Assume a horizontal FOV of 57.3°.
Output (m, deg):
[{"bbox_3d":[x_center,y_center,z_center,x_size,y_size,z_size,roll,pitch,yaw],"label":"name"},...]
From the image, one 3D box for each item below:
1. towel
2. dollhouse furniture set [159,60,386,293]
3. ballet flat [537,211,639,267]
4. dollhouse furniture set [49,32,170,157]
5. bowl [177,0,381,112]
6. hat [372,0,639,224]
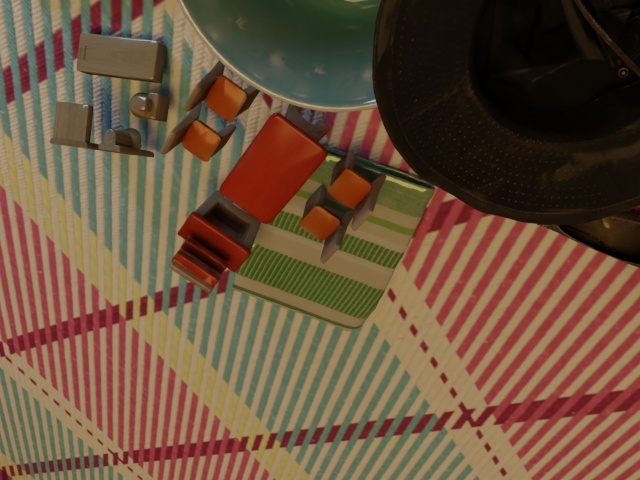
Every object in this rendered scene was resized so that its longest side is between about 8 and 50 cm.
[{"bbox_3d":[0.000,0.000,0.898,0.248,0.038,0.325,21,130,2],"label":"towel"},{"bbox_3d":[-0.091,-0.056,0.768,0.262,0.135,0.259,35,129,-10],"label":"dollhouse furniture set"},{"bbox_3d":[0.369,-0.010,0.745,0.250,0.058,0.084,24,132,-1],"label":"ballet flat"},{"bbox_3d":[-0.276,-0.198,0.836,0.144,0.123,0.151,10,95,11],"label":"dollhouse furniture set"},{"bbox_3d":[0.020,-0.301,0.560,0.312,0.163,0.311,10,131,11],"label":"bowl"},{"bbox_3d":[0.191,-0.175,0.428,0.331,0.134,0.331,-1,133,-1],"label":"hat"}]
